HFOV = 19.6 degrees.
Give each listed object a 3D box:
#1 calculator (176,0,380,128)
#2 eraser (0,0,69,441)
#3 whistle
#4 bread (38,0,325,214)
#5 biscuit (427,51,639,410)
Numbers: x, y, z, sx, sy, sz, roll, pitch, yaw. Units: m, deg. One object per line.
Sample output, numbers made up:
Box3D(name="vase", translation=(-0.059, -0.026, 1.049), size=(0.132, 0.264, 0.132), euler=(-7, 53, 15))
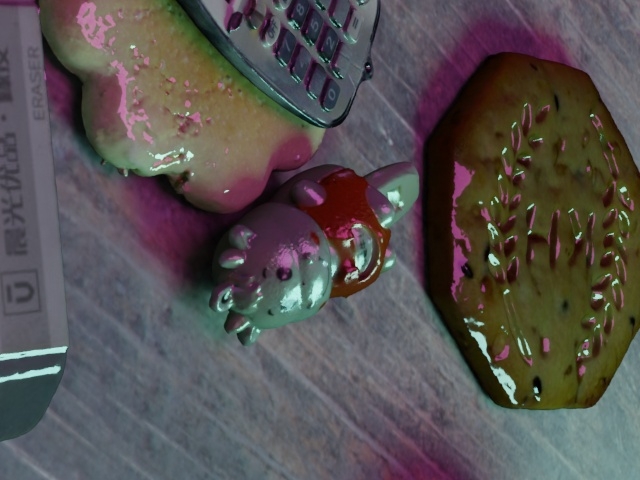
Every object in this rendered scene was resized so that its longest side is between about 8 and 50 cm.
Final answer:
Box3D(name="calculator", translation=(-0.032, -0.201, 1.413), size=(0.268, 0.040, 0.177), euler=(43, 55, -39))
Box3D(name="eraser", translation=(-0.225, -0.040, 1.233), size=(0.089, 0.061, 0.352), euler=(-6, 90, -50))
Box3D(name="whistle", translation=(-0.001, 0.001, 1.462), size=(0.106, 0.101, 0.253), euler=(43, 43, 15))
Box3D(name="bread", translation=(-0.085, -0.171, 1.420), size=(0.316, 0.054, 0.316), euler=(10, 76, -48))
Box3D(name="biscuit", translation=(0.215, -0.007, 1.762), size=(0.359, 0.046, 0.359), euler=(5, 83, -49))
